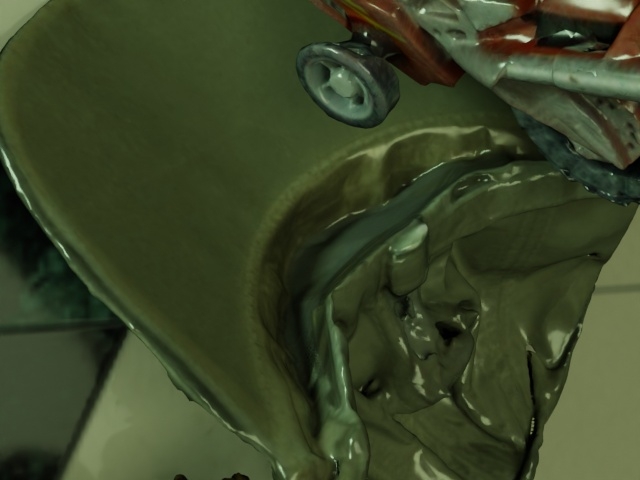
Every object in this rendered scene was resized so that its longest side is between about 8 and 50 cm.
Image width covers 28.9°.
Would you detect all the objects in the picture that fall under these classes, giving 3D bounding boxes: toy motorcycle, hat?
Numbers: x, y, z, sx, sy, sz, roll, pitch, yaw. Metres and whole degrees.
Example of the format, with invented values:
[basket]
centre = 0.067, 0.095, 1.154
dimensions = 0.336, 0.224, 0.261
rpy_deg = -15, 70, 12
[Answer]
[toy motorcycle]
centre = 0.028, -0.125, 0.395
dimensions = 0.298, 0.171, 0.089
rpy_deg = 36, 56, 6
[hat]
centre = 0.000, 0.000, 0.491
dimensions = 0.244, 0.149, 0.214
rpy_deg = 39, 58, 17

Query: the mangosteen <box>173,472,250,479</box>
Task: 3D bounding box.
[mangosteen]
centre = -0.048, 0.188, 0.427
dimensions = 0.192, 0.192, 0.217
rpy_deg = 29, 61, -23
